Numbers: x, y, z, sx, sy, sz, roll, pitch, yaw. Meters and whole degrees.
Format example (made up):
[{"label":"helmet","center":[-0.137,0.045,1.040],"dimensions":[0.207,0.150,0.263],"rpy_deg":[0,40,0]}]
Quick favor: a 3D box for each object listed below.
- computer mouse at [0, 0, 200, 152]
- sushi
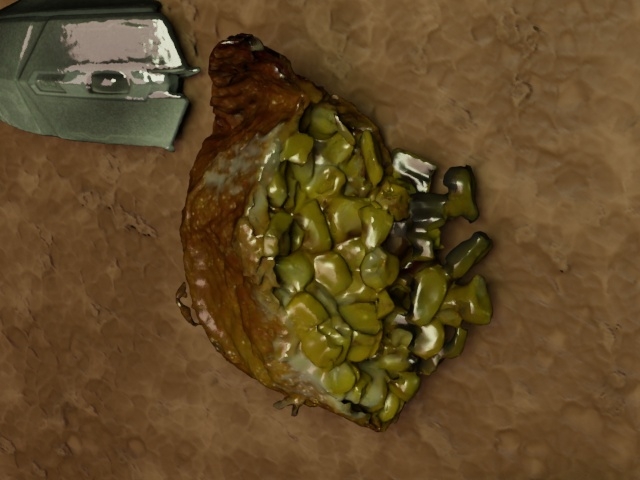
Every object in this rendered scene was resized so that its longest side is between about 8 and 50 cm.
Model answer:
[{"label":"computer mouse","center":[-0.201,-0.133,0.970],"dimensions":[0.231,0.071,0.126],"rpy_deg":[11,112,26]},{"label":"sushi","center":[0.002,0.003,0.856],"dimensions":[0.179,0.167,0.296],"rpy_deg":[-2,98,52]}]
